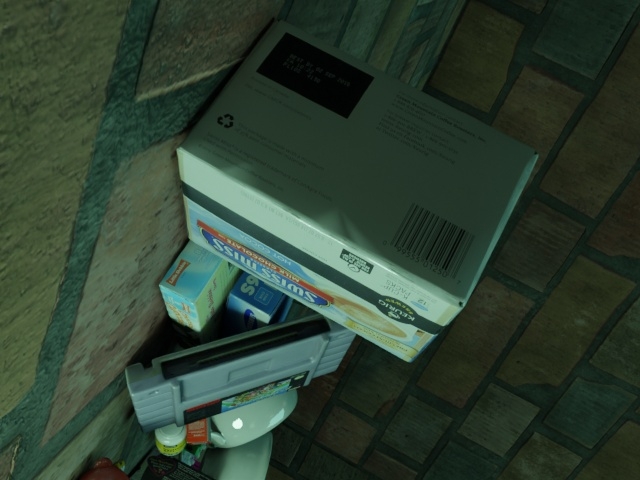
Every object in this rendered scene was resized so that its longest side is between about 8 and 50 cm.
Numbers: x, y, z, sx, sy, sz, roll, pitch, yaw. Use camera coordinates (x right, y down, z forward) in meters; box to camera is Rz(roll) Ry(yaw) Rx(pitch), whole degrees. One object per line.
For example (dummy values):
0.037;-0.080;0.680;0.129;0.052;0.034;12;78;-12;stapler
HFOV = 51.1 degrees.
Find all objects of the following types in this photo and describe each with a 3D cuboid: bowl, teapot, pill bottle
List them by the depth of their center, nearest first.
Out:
-0.298;0.384;1.337;0.065;0.065;0.116;-57;172;-33;pill bottle
-0.190;0.342;1.540;0.252;0.187;0.256;-28;-173;-11;teapot
-0.222;0.567;1.541;0.298;0.134;0.298;-159;-90;-83;bowl

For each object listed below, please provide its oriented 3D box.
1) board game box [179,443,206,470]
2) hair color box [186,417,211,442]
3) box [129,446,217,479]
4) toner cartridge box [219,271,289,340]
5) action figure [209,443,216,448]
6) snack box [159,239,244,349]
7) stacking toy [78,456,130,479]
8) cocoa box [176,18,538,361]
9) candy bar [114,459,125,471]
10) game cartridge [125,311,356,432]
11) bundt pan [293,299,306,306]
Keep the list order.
-0.292;0.510;1.999;0.390;0.050;0.390;-58;173;-33;board game box
-0.244;0.332;1.335;0.072;0.043;0.141;100;-14;-69;hair color box
-0.346;0.588;1.393;0.247;0.163;0.142;-65;175;21;box
-0.105;0.124;1.171;0.165;0.075;0.348;-60;176;-32;toner cartridge box
-0.249;0.523;1.784;0.137;0.063;0.232;-53;129;-38;action figure
-0.162;0.061;1.051;0.187;0.060;0.322;-59;174;-24;snack box
-0.400;0.481;0.998;0.279;0.130;0.309;-29;-162;48;stacking toy
0.033;-0.052;0.823;0.231;0.347;0.228;-58;173;-26;cocoa box
-0.385;0.460;1.184;0.161;0.018;0.040;-63;177;8;candy bar
-0.122;0.211;1.074;0.355;0.068;0.230;-15;150;-17;game cartridge
0.011;0.047;1.859;0.331;0.124;0.331;-53;163;-24;bundt pan
